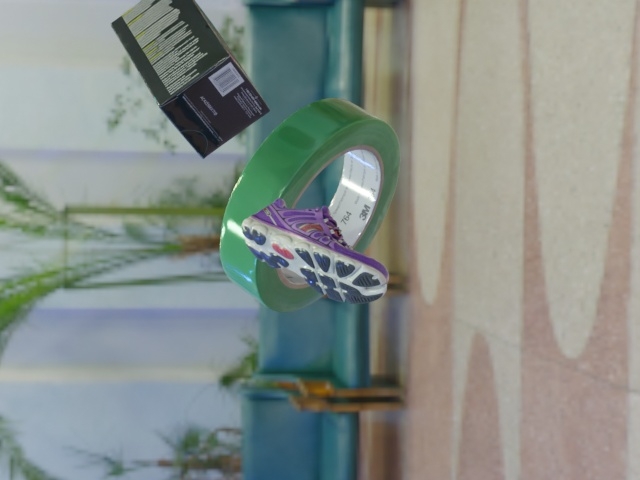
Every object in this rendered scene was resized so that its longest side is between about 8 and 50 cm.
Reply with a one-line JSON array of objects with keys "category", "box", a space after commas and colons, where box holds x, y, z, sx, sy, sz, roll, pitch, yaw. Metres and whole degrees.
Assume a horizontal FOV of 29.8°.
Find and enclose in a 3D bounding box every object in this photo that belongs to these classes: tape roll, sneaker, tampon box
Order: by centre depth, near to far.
[{"category": "sneaker", "box": [0.000, 0.000, 1.127, 0.170, 0.071, 0.068, 28, 152, 35]}, {"category": "tampon box", "box": [-0.154, -0.205, 1.426, 0.161, 0.101, 0.120, 58, -176, 35]}, {"category": "tape roll", "box": [-0.011, -0.050, 1.772, 0.077, 0.321, 0.321, 34, 136, 28]}]
